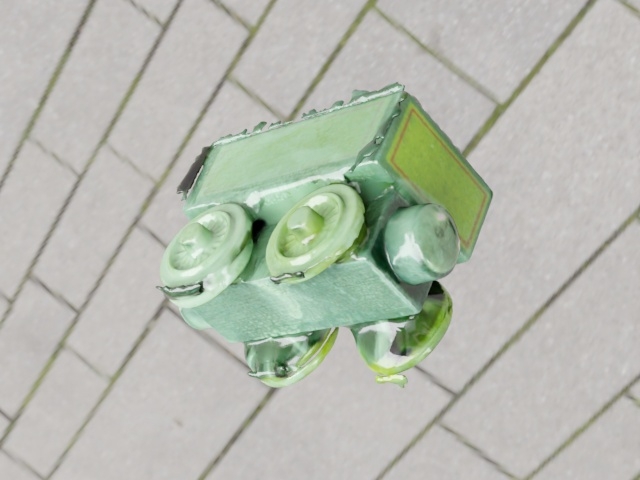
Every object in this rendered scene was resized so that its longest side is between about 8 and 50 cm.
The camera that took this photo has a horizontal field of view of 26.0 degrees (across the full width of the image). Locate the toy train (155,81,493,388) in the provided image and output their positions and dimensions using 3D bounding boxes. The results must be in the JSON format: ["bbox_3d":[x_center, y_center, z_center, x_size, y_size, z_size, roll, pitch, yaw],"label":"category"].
[{"bbox_3d":[0.000,0.000,1.081,0.271,0.188,0.159,-13,133,42],"label":"toy train"}]
